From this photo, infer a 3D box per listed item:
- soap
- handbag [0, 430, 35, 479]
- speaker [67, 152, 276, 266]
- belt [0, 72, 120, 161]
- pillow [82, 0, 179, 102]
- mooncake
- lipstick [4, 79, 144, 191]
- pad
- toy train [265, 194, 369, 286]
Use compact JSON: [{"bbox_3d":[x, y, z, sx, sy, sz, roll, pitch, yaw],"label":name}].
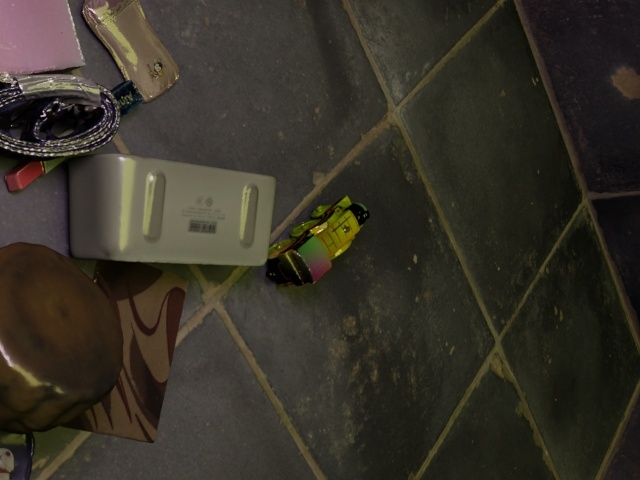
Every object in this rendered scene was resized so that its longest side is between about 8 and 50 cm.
[{"bbox_3d":[-0.521,-0.402,1.457,0.181,0.081,0.260,-25,104,-45],"label":"soap"},{"bbox_3d":[-0.584,0.369,1.228,0.329,0.121,0.304,34,40,-38],"label":"handbag"},{"bbox_3d":[-0.271,-0.048,1.633,0.406,0.183,0.184,4,88,-48],"label":"speaker"},{"bbox_3d":[-0.459,-0.203,1.443,0.230,0.126,0.140,-10,96,-30],"label":"belt"},{"bbox_3d":[-0.360,-0.381,1.662,0.131,0.038,0.233,-50,124,-34],"label":"pillow"},{"bbox_3d":[-0.456,0.160,1.359,0.290,0.161,0.290,41,28,-27],"label":"mooncake"},{"bbox_3d":[-0.440,-0.188,1.550,0.312,0.051,0.051,-48,120,-37],"label":"lipstick"},{"bbox_3d":[-0.363,0.203,1.636,0.220,0.004,0.331,24,70,-44],"label":"pad"},{"bbox_3d":[0.000,0.000,1.939,0.296,0.160,0.101,-42,111,-41],"label":"toy train"}]
